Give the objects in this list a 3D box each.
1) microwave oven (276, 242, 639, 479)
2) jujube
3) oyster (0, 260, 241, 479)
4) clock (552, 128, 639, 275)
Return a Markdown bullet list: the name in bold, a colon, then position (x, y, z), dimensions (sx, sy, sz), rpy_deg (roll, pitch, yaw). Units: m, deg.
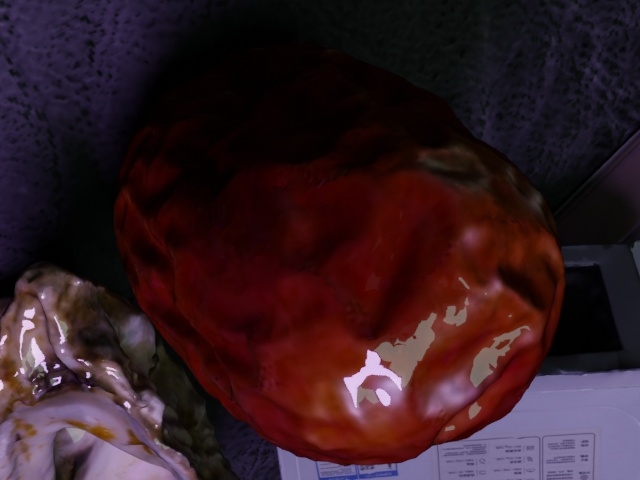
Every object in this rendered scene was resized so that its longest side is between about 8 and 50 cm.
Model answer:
- **microwave oven**: position (0.081, 0.094, 0.756), dimensions (0.208, 0.122, 0.162), rpy_deg (-3, 126, 3)
- **jujube**: position (0.000, 0.000, 0.612), dimensions (0.174, 0.250, 0.174), rpy_deg (-16, 126, -23)
- **oyster**: position (-0.123, 0.120, 0.715), dimensions (0.166, 0.110, 0.341), rpy_deg (-10, 132, 5)
- **clock**: position (0.253, 0.010, 0.856), dimensions (0.147, 0.071, 0.192), rpy_deg (-46, 128, 7)
